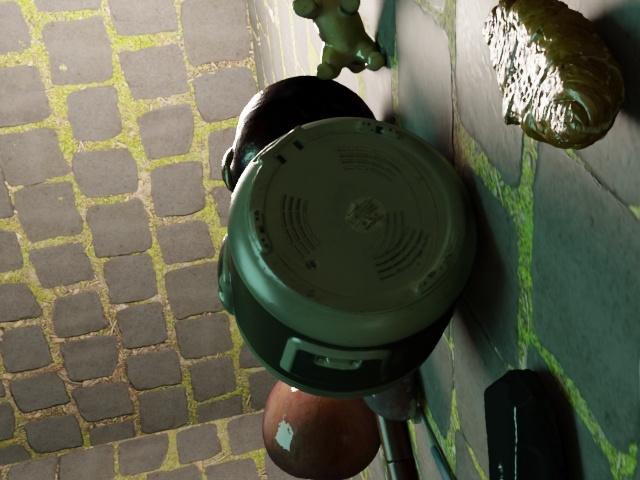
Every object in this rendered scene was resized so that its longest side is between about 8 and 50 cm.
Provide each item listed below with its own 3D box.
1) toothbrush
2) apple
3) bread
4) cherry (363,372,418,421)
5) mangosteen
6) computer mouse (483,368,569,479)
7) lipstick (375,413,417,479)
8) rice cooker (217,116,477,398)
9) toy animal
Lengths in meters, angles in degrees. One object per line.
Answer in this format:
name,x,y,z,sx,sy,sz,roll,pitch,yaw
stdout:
toothbrush,0.198,0.370,1.583,0.275,0.025,0.019,-114,16,-61
apple,0.006,0.408,2.124,0.306,0.306,0.234,-138,44,-77
bread,0.192,-0.132,0.746,0.233,0.076,0.104,-100,16,-57
cherry,0.130,0.276,1.709,0.148,0.115,0.188,34,158,26
mangosteen,-0.031,-0.131,1.547,0.297,0.293,0.297,4,-90,-79
computer mouse,0.229,0.247,1.011,0.122,0.074,0.217,-169,74,-79
lipstick,0.147,0.392,1.867,0.057,0.057,0.356,125,133,-79
rice cooker,0.029,0.037,1.238,0.325,0.335,0.335,99,158,-64
toy animal,0.029,-0.370,1.485,0.168,0.121,0.233,-75,-32,-69
